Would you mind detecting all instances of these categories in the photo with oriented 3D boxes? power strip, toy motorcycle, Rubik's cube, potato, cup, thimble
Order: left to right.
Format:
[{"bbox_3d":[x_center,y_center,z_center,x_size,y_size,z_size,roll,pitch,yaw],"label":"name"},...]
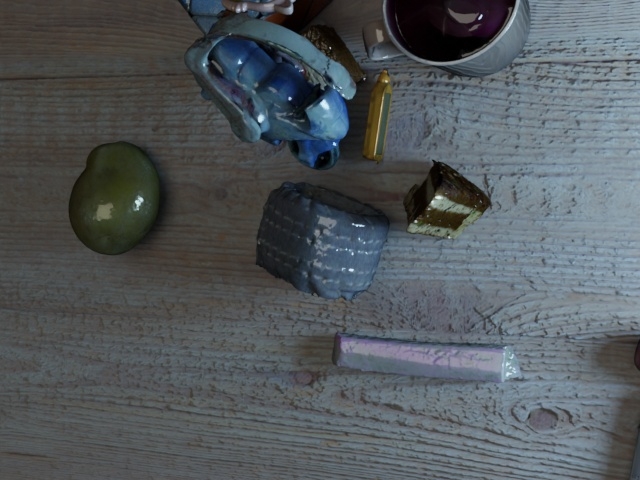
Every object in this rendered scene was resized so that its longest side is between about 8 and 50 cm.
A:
[{"bbox_3d":[-0.417,-0.087,1.954,0.177,0.160,0.235,7,80,-19],"label":"potato"},{"bbox_3d":[-0.136,-0.475,1.804,0.205,0.207,0.205,-40,82,18],"label":"Rubik's cube"},{"bbox_3d":[-0.081,-0.247,1.641,0.319,0.241,0.182,35,83,-6],"label":"toy motorcycle"},{"bbox_3d":[0.000,0.000,1.786,0.236,0.205,0.172,22,101,16],"label":"thimble"},{"bbox_3d":[0.109,-0.234,1.816,0.028,0.049,0.178,11,97,23],"label":"power strip"},{"bbox_3d":[0.222,-0.370,1.651,0.288,0.273,0.208,-44,80,17],"label":"cup"}]

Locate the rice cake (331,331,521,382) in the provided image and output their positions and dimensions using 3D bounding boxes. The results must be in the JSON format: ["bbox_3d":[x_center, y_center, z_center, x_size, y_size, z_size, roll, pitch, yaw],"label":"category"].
[{"bbox_3d":[0.192,0.222,1.812,0.364,0.056,0.073,3,96,19],"label":"rice cake"}]

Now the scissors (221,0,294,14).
[{"bbox_3d":[-0.152,-0.451,1.657,0.317,0.160,0.024,22,145,29],"label":"scissors"}]

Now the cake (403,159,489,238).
[{"bbox_3d":[0.228,-0.050,1.693,0.135,0.246,0.112,35,103,-5],"label":"cake"}]

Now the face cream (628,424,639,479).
[{"bbox_3d":[0.583,0.385,1.676,0.075,0.075,0.229,11,96,18],"label":"face cream"}]

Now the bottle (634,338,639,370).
[{"bbox_3d":[0.652,0.218,1.626,0.233,0.110,0.110,19,99,18],"label":"bottle"}]

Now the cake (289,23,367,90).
[{"bbox_3d":[-0.016,-0.317,1.809,0.147,0.135,0.134,-37,84,19],"label":"cake"}]
